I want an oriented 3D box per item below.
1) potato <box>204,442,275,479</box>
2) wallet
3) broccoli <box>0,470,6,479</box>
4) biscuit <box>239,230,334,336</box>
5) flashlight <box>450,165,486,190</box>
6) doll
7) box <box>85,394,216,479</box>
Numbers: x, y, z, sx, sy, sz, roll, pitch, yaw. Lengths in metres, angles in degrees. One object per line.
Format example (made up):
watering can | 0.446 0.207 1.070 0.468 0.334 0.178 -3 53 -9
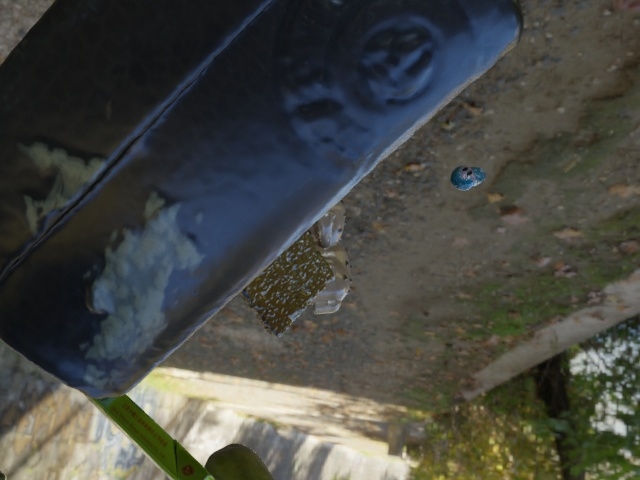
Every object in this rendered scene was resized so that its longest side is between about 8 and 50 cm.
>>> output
potato | -0.164 0.546 1.489 0.228 0.148 0.197 47 -175 20
wallet | -0.066 -0.051 0.344 0.321 0.044 0.170 -42 117 15
broccoli | -0.201 0.210 0.291 0.262 0.244 0.247 22 171 -21
biscuit | -0.072 0.009 0.902 0.026 0.131 0.237 14 144 46
flashlight | 0.305 -0.129 1.419 0.051 0.051 0.129 -1 -174 30
doll | 0.000 0.000 1.345 0.119 0.278 0.154 -3 -177 -4
box | -0.275 0.327 1.126 0.335 0.047 0.187 31 153 31
